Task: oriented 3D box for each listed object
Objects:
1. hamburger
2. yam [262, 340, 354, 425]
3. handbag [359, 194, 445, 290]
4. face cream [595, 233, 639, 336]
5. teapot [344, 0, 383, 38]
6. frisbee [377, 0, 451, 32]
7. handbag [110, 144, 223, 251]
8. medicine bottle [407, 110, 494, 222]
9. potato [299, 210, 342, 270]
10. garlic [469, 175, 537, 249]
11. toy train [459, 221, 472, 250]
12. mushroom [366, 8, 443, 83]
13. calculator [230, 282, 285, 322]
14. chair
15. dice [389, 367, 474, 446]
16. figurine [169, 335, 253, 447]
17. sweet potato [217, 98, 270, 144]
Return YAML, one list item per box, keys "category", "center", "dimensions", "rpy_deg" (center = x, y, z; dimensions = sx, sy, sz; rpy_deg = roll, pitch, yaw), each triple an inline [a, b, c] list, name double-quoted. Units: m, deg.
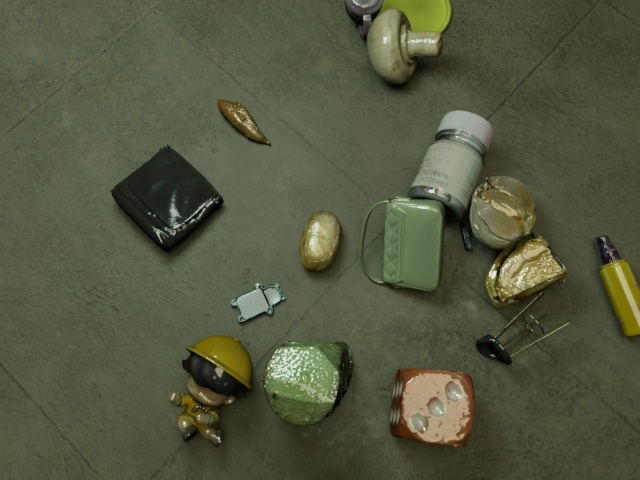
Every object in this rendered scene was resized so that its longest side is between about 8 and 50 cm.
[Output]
- category: "hamburger"
  center: [0.524, 0.090, 1.488]
  dimensions: [0.207, 0.135, 0.155]
  rpy_deg: [-35, 62, 5]
- category: "yam"
  center: [-0.026, 0.331, 1.330]
  dimensions: [0.202, 0.271, 0.202]
  rpy_deg: [0, 76, 6]
- category: "handbag"
  center: [0.211, 0.007, 1.468]
  dimensions: [0.219, 0.079, 0.256]
  rpy_deg: [7, 110, 17]
- category: "face cream"
  center: [0.799, 0.114, 1.493]
  dimensions: [0.078, 0.078, 0.274]
  rpy_deg: [-14, 75, -4]
- category: "teapot"
  center: [0.135, -0.688, 1.674]
  dimensions: [0.116, 0.146, 0.148]
  rpy_deg: [-36, 86, -4]
- category: "frisbee"
  center: [0.290, -0.719, 1.748]
  dimensions: [0.235, 0.017, 0.236]
  rpy_deg: [0, 74, 0]
- category: "handbag"
  center: [-0.421, -0.116, 1.548]
  dimensions: [0.247, 0.080, 0.223]
  rpy_deg: [43, 71, 12]
- category: "medicine bottle"
  center: [0.357, -0.200, 1.531]
  dimensions: [0.165, 0.165, 0.274]
  rpy_deg: [23, 74, 6]
- category: "potato"
  center: [0.000, 0.000, 1.514]
  dimensions: [0.107, 0.080, 0.171]
  rpy_deg: [10, 70, 3]
- category: "garlic"
  center: [0.471, -0.068, 1.505]
  dimensions: [0.178, 0.143, 0.229]
  rpy_deg: [39, 60, 6]
- category: "toy train"
  center: [0.402, -0.013, 1.555]
  dimensions: [0.017, 0.017, 0.083]
  rpy_deg: [-9, 74, -4]
- category: "mushroom"
  center: [0.228, -0.551, 1.603]
  dimensions: [0.206, 0.206, 0.209]
  rpy_deg: [-49, 43, -12]
- category: "calculator"
  center: [-0.166, 0.163, 1.500]
  dimensions: [0.141, 0.019, 0.094]
  rpy_deg: [-24, 77, -8]
- category: "chair"
  center: [0.515, 0.240, 1.436]
  dimensions: [0.221, 0.104, 0.095]
  rpy_deg: [-32, 38, -3]
- category: "dice"
  center: [0.266, 0.400, 1.361]
  dimensions: [0.179, 0.175, 0.174]
  rpy_deg: [8, 75, 5]
- category: "figurine"
  center: [-0.267, 0.356, 1.376]
  dimensions: [0.192, 0.167, 0.257]
  rpy_deg: [26, 99, 2]
- category: "sweet potato"
  center: [-0.223, -0.345, 1.620]
  dimensions: [0.206, 0.060, 0.068]
  rpy_deg: [45, 113, 0]
